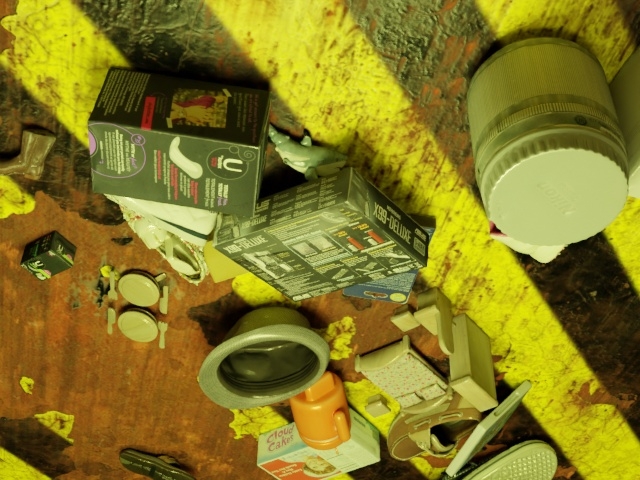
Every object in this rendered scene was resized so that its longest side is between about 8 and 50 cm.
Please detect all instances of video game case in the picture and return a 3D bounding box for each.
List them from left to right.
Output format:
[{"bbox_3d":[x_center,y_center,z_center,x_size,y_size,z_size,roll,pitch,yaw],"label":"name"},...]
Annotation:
[{"bbox_3d":[0.383,0.428,2.143,0.023,0.193,0.212,43,140,20],"label":"video game case"}]

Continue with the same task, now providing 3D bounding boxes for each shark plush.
[{"bbox_3d":[-0.035,-0.162,1.622,0.161,0.073,0.067,36,110,-6],"label":"shark plush"}]

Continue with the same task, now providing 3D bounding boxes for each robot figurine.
[{"bbox_3d":[-0.001,0.378,2.110,0.158,0.128,0.219,0,125,18],"label":"robot figurine"}]

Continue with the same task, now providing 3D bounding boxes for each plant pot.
[{"bbox_3d":[-0.178,0.015,1.778,0.081,0.081,0.083,-18,123,20],"label":"plant pot"}]

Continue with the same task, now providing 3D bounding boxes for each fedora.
[{"bbox_3d":[-0.119,0.229,1.968,0.276,0.124,0.243,-26,133,16],"label":"fedora"}]

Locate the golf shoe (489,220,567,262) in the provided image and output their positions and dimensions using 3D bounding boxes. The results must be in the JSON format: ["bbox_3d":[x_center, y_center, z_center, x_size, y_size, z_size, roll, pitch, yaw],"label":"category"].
[{"bbox_3d":[0.396,-0.081,1.631,0.140,0.115,0.306,14,135,-8],"label":"golf shoe"}]

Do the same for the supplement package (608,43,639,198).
[{"bbox_3d":[0.548,-0.189,1.439,0.149,0.203,0.194,14,136,-14],"label":"supplement package"}]

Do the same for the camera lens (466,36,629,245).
[{"bbox_3d":[0.340,-0.157,1.428,0.220,0.274,0.219,1,137,1],"label":"camera lens"}]

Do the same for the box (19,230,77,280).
[{"bbox_3d":[-0.526,0.031,1.823,0.083,0.052,0.062,-23,133,23],"label":"box"}]

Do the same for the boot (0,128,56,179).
[{"bbox_3d":[-0.522,-0.158,1.632,0.106,0.037,0.114,8,142,-25],"label":"boot"}]

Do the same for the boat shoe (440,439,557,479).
[{"bbox_3d":[0.377,0.636,2.376,0.187,0.156,0.500,34,117,-24],"label":"boat shoe"}]

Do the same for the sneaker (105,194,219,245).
[{"bbox_3d":[-0.277,-0.072,1.657,0.235,0.090,0.094,27,95,-45],"label":"sneaker"}]

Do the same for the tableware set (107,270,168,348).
[{"bbox_3d":[-0.369,0.132,1.939,0.128,0.039,0.194,15,131,3],"label":"tableware set"}]

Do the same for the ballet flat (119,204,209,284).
[{"bbox_3d":[-0.285,-0.002,1.762,0.091,0.077,0.241,-26,130,28],"label":"ballet flat"}]

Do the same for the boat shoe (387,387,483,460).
[{"bbox_3d":[0.262,0.439,2.186,0.123,0.116,0.324,22,133,-20],"label":"boat shoe"}]

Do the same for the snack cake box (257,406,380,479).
[{"bbox_3d":[-0.005,0.504,2.287,0.264,0.089,0.152,-25,132,26],"label":"snack cake box"}]

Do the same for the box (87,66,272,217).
[{"bbox_3d":[-0.224,-0.159,1.530,0.271,0.143,0.165,10,138,-1],"label":"box"}]

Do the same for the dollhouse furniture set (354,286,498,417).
[{"bbox_3d":[0.178,0.301,2.001,0.356,0.173,0.303,-27,130,27],"label":"dollhouse furniture set"}]

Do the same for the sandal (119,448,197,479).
[{"bbox_3d":[-0.408,0.583,2.415,0.219,0.060,0.090,24,128,-2],"label":"sandal"}]

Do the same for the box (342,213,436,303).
[{"bbox_3d":[0.127,0.033,1.813,0.137,0.036,0.225,9,135,-6],"label":"box"}]

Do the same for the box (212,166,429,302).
[{"bbox_3d":[0.000,0.000,1.680,0.308,0.076,0.242,-18,141,35],"label":"box"}]
